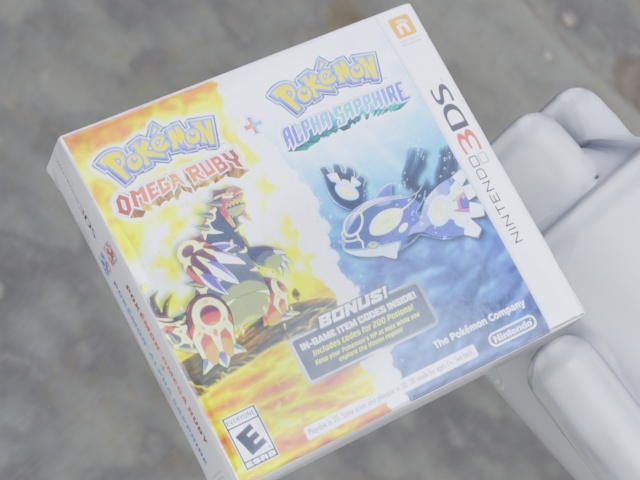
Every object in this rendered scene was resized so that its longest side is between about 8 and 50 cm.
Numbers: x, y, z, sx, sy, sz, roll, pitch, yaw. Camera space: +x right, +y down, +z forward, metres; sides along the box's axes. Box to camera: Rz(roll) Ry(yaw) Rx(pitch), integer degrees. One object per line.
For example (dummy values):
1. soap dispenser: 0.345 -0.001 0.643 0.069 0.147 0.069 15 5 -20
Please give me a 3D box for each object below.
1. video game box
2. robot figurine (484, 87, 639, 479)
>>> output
1. video game box: 0.000 0.000 0.816 0.205 0.048 0.187 -24 77 -24
2. robot figurine: 0.224 0.073 1.026 0.353 0.200 0.300 49 37 7
